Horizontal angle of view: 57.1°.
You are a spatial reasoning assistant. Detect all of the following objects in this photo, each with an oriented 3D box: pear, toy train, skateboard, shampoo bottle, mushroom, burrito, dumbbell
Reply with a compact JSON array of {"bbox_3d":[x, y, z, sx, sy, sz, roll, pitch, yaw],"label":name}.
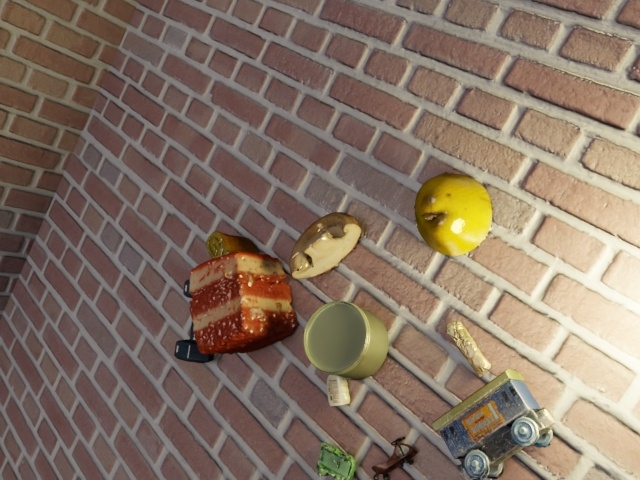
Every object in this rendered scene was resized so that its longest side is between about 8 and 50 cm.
[{"bbox_3d":[0.357,-0.095,1.702,0.267,0.178,0.267,-9,74,31],"label":"pear"},{"bbox_3d":[0.045,0.693,1.844,0.149,0.081,0.099,12,88,32],"label":"toy train"},{"bbox_3d":[0.455,0.491,1.545,0.300,0.131,0.202,-44,51,21],"label":"toy train"},{"bbox_3d":[0.215,0.644,1.739,0.151,0.067,0.080,-40,50,18],"label":"skateboard"},{"bbox_3d":[0.052,0.455,1.901,0.077,0.045,0.152,-18,72,33],"label":"shampoo bottle"},{"bbox_3d":[0.000,0.000,1.976,0.286,0.156,0.151,-39,48,11],"label":"mushroom"},{"bbox_3d":[0.415,0.301,1.660,0.051,0.042,0.171,-38,61,13],"label":"burrito"},{"bbox_3d":[-0.465,0.308,2.262,0.144,0.156,0.316,7,84,8],"label":"dumbbell"}]

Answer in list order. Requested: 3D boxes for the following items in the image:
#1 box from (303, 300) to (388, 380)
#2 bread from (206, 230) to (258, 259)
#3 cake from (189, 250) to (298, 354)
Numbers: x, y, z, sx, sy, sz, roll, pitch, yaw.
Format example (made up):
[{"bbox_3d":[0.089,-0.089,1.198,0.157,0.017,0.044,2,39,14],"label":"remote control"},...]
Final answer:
[{"bbox_3d":[0.077,0.309,1.822,0.226,0.149,0.226,-12,65,28],"label":"box"},{"bbox_3d":[-0.329,0.035,2.193,0.103,0.172,0.132,-49,58,22],"label":"bread"},{"bbox_3d":[-0.279,0.214,2.058,0.270,0.269,0.319,-26,68,31],"label":"cake"}]
